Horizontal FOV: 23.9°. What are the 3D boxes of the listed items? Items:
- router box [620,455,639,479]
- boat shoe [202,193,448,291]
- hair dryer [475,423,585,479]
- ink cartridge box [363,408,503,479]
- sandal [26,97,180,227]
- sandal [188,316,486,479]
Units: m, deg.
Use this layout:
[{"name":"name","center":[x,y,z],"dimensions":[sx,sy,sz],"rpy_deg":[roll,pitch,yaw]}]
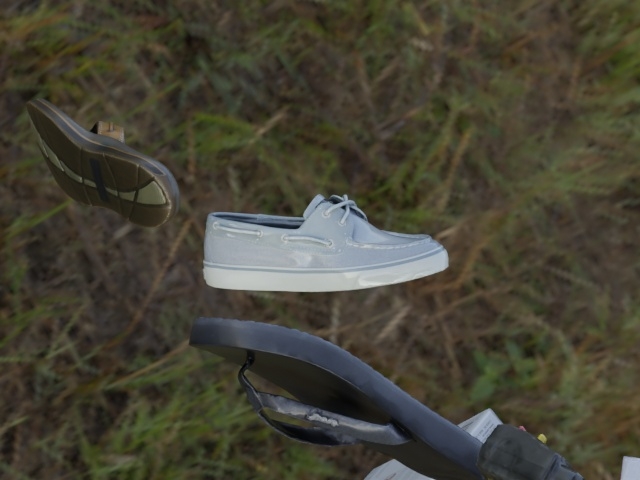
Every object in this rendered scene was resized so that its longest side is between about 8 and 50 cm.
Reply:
[{"name":"router box","center":[0.347,0.309,0.984],"dimensions":[0.082,0.335,0.301],"rpy_deg":[67,31,-55]},{"name":"boat shoe","center":[0.000,0.000,1.350],"dimensions":[0.079,0.227,0.081],"rpy_deg":[-33,120,-71]},{"name":"hair dryer","center":[0.185,0.230,0.744],"dimensions":[0.080,0.293,0.224],"rpy_deg":[20,85,-56]},{"name":"ink cartridge box","center":[0.088,0.337,1.854],"dimensions":[0.060,0.239,0.275],"rpy_deg":[51,44,-1]},{"name":"sandal","center":[-0.192,-0.076,1.379],"dimensions":[0.060,0.219,0.090],"rpy_deg":[-32,127,-34]},{"name":"sandal","center":[0.019,0.122,1.043],"dimensions":[0.254,0.097,0.054],"rpy_deg":[32,69,-25]}]
